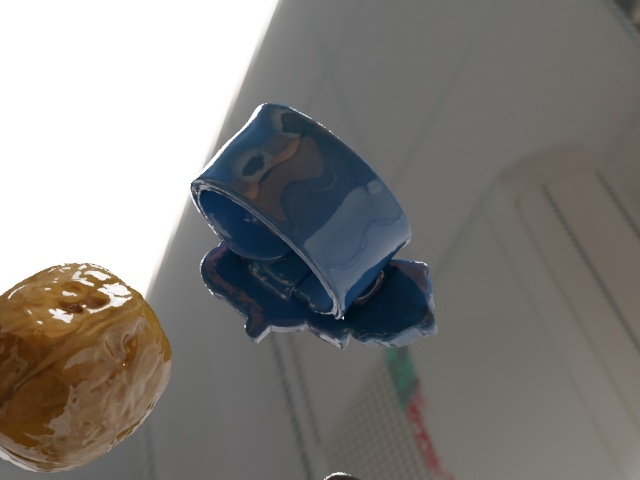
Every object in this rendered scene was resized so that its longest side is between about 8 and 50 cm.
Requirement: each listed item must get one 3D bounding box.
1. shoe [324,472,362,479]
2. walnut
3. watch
[{"bbox_3d":[-0.005,0.409,1.886,0.098,0.103,0.275,-53,-169,48],"label":"shoe"},{"bbox_3d":[-0.255,0.124,1.575,0.193,0.193,0.226,-49,180,45],"label":"walnut"},{"bbox_3d":[0.000,0.000,1.838,0.241,0.305,0.274,-50,155,-17],"label":"watch"}]
